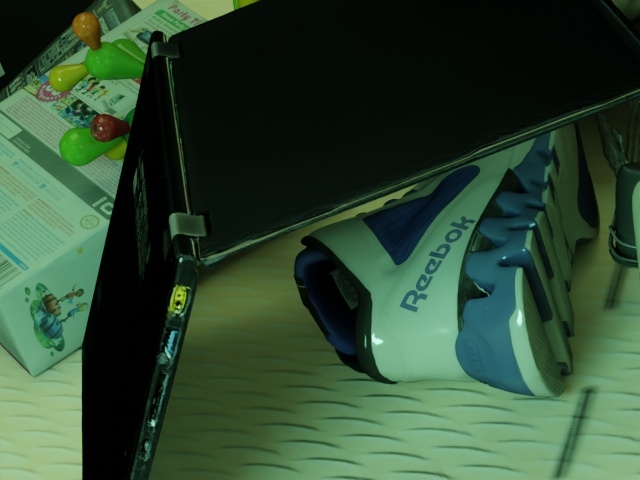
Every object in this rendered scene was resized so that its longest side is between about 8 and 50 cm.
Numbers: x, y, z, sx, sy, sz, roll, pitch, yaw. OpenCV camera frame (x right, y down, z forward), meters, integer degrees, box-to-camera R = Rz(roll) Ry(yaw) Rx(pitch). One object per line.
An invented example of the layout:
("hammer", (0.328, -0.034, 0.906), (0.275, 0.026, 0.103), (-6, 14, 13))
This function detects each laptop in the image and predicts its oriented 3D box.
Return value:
("laptop", (0.000, 0.000, 1.160), (0.236, 0.408, 0.382), (11, 22, -11))

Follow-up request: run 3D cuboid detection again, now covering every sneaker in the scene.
("sneaker", (0.082, -0.005, 1.244), (0.182, 0.127, 0.315), (-7, 29, 20))

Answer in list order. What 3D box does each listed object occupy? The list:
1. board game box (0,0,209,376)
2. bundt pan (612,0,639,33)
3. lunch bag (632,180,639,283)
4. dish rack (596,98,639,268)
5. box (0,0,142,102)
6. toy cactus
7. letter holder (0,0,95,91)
("board game box", (-0.171, -0.053, 1.477), (0.303, 0.097, 0.224), (-36, 43, -18))
("bundt pan", (0.185, -0.192, 1.425), (0.331, 0.124, 0.331), (-8, -10, -1))
("lunch bag", (0.250, 0.040, 0.907), (0.169, 0.235, 0.287), (-3, 29, 21))
("dish rack", (0.286, -0.075, 1.281), (0.208, 0.074, 0.271), (-7, 22, 1))
("box", (-0.226, -0.137, 1.734), (0.183, 0.059, 0.232), (-44, 26, 5))
("toy cactus", (-0.093, -0.123, 1.389), (0.180, 0.112, 0.219), (30, 51, 30))
("letter holder", (-0.392, -0.197, 1.940), (0.214, 0.152, 0.302), (6, 35, 46))
